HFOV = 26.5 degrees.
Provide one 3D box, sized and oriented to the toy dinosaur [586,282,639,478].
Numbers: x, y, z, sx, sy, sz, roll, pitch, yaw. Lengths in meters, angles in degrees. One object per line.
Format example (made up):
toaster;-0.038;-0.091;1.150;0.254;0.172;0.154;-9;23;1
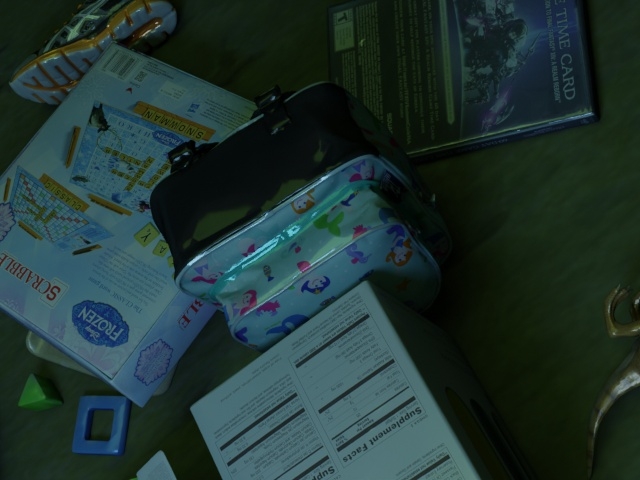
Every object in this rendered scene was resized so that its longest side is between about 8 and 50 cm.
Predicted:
toy dinosaur;0.279;0.096;1.150;0.211;0.064;0.112;-35;60;14

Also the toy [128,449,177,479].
toy;-0.127;0.330;1.268;0.137;0.056;0.237;-44;64;33

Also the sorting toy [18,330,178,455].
sorting toy;-0.221;0.055;1.453;0.196;0.047;0.348;14;79;32

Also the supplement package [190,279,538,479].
supplement package;0.061;0.214;1.147;0.198;0.199;0.263;-37;59;12

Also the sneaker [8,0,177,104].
sneaker;-0.266;-0.232;1.566;0.214;0.084;0.083;-29;57;7

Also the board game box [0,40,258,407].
board game box;-0.202;-0.031;1.412;0.318;0.066;0.318;28;74;38

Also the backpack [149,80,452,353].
backpack;0.000;0.000;1.229;0.225;0.253;0.191;-33;64;11

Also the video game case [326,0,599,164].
video game case;0.134;-0.179;1.353;0.274;0.026;0.196;-12;67;24
